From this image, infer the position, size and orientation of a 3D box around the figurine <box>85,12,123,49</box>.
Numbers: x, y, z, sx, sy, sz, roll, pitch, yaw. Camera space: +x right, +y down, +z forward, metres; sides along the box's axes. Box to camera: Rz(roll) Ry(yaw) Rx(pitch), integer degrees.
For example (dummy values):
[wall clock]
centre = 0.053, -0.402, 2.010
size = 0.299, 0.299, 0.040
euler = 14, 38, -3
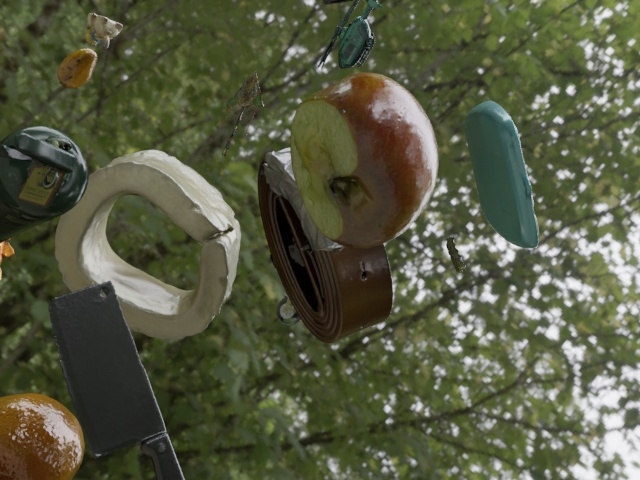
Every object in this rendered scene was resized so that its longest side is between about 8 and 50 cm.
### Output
[figurine]
centre = -0.359, -0.339, 1.349
size = 0.047, 0.050, 0.083
euler = 24, 2, -38

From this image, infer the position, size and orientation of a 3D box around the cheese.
[cheese]
centre = -0.298, 0.010, 1.513
size = 0.332, 0.292, 0.153
euler = 34, 17, -8

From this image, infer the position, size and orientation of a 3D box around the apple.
[apple]
centre = 0.055, -0.093, 0.963
size = 0.173, 0.160, 0.195
euler = -110, -160, -51

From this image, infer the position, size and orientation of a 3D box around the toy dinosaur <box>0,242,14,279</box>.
[toy dinosaur]
centre = -0.614, 0.024, 1.527
size = 0.071, 0.288, 0.117
euler = 11, -27, 10

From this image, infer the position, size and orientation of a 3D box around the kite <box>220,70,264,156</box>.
[kite]
centre = -0.209, -0.336, 2.209
size = 0.006, 0.244, 0.198
euler = 20, -1, -38

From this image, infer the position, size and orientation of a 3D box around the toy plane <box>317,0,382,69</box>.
[toy plane]
centre = 0.083, -0.470, 1.850
size = 0.096, 0.235, 0.060
euler = 26, 20, -9

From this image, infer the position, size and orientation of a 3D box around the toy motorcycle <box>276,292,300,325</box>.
[toy motorcycle]
centre = 0.006, 0.098, 1.725
size = 0.229, 0.151, 0.074
euler = -12, -14, 24

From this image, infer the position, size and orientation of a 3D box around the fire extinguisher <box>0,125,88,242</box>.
[fire extinguisher]
centre = -0.328, -0.060, 0.885
size = 0.114, 0.095, 0.311
euler = 17, -18, -36

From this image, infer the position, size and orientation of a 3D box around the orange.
[orange]
centre = -0.607, 0.435, 1.692
size = 0.264, 0.264, 0.264
euler = 34, -29, 22

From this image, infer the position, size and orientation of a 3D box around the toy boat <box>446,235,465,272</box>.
[toy boat]
centre = 0.248, 0.027, 1.535
size = 0.115, 0.016, 0.063
euler = 45, 23, -79

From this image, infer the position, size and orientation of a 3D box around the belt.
[belt]
centre = 0.000, 0.000, 1.419
size = 0.217, 0.122, 0.338
euler = -22, -93, 62

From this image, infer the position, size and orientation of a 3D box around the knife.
[knife]
centre = -0.178, 0.158, 0.744
size = 0.245, 0.072, 0.019
euler = 66, -28, 9

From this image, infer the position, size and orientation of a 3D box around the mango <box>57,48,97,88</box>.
[mango]
centre = -0.544, -0.388, 1.868
size = 0.114, 0.079, 0.057
euler = -37, -110, 25

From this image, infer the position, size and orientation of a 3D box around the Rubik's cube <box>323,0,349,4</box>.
[Rubik's cube]
centre = 0.071, -0.427, 1.048
size = 0.184, 0.167, 0.180
euler = -9, -45, 7

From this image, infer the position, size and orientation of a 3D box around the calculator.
[calculator]
centre = 0.320, -0.118, 1.472
size = 0.386, 0.055, 0.256
euler = -97, 173, -79
